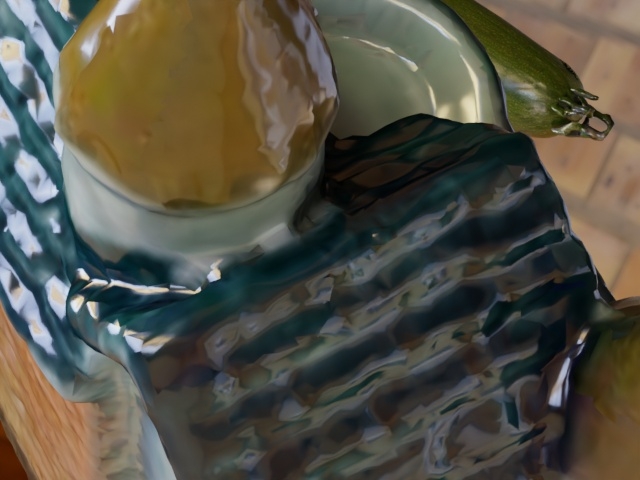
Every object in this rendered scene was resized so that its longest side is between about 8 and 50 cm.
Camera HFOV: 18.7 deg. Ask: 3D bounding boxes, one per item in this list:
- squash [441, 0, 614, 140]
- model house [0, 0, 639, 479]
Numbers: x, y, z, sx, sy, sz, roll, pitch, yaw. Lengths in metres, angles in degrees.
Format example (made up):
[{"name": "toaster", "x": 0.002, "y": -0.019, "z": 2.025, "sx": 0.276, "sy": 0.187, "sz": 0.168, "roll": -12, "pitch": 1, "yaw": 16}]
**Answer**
[{"name": "squash", "x": 0.079, "y": -0.156, "z": 1.383, "sx": 0.318, "sy": 0.080, "sz": 0.071, "roll": 43, "pitch": -162, "yaw": 19}, {"name": "model house", "x": 0.000, "y": 0.000, "z": 0.498, "sx": 0.253, "sy": 0.184, "sz": 0.291, "roll": 60, "pitch": 168, "yaw": 19}]
